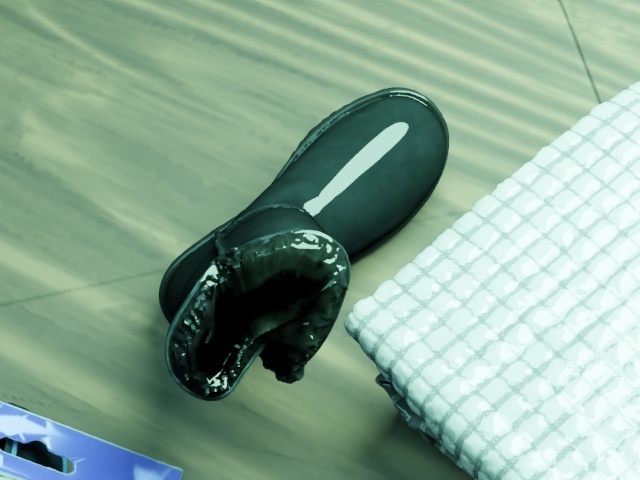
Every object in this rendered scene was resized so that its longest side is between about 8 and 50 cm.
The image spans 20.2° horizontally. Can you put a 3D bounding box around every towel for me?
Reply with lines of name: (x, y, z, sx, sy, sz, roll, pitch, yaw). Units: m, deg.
towel: (0.194, 0.063, 1.116, 0.283, 0.121, 0.235, -40, 58, -11)

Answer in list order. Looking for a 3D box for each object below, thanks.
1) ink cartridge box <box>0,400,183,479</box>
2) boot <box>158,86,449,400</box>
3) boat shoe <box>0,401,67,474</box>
ink cartridge box: (-0.194, 0.199, 1.122, 0.206, 0.045, 0.208, 22, 60, -17)
boot: (0.000, 0.000, 1.160, 0.246, 0.094, 0.207, -37, 12, -2)
boat shoe: (-0.260, 0.220, 1.172, 0.109, 0.089, 0.258, 8, 62, 21)
